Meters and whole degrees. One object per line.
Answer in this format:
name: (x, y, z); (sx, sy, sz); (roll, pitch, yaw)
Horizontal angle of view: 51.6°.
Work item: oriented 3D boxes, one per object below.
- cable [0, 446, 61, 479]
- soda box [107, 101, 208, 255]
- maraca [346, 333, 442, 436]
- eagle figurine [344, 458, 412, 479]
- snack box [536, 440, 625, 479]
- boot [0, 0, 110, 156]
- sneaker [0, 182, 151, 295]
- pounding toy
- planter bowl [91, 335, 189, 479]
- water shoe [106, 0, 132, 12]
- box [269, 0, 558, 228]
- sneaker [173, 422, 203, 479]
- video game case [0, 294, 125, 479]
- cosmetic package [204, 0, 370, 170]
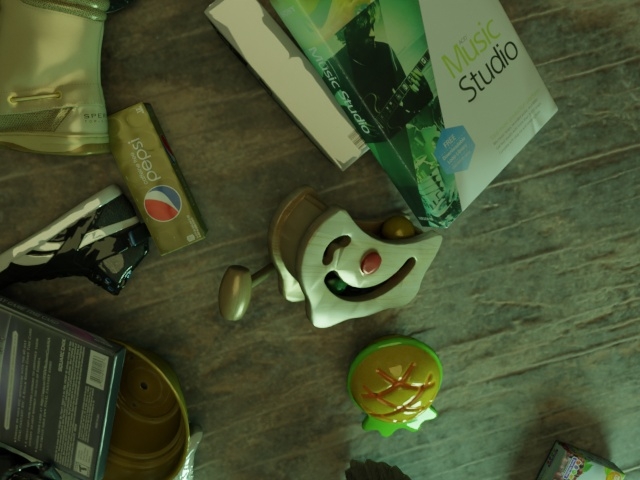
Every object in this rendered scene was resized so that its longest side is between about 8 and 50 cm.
cable: (-0.383, 0.323, 0.862); (0.184, 0.047, 0.150); (-13, 128, 32)
soda box: (-0.206, -0.077, 0.826); (0.061, 0.058, 0.181); (-23, 101, 0)
maraca: (0.100, 0.198, 0.883); (0.127, 0.099, 0.185); (-8, 126, 2)
eagle figurine: (0.084, 0.486, 0.887); (0.225, 0.226, 0.298); (-24, 107, 21)
snack box: (0.361, 0.375, 0.961); (0.100, 0.037, 0.141); (23, 98, -9)
boot: (-0.360, -0.208, 0.752); (0.262, 0.095, 0.203); (9, 103, 13)
sneaker: (-0.312, 0.035, 0.826); (0.217, 0.079, 0.121); (-33, 100, 1)
pounding toy: (0.000, 0.000, 0.808); (0.270, 0.155, 0.154); (-10, 121, -33)
planter bowl: (-0.244, 0.203, 0.842); (0.217, 0.090, 0.217); (5, 107, 16)
water shoe: (-0.225, -0.363, 0.778); (0.203, 0.073, 0.080); (-50, 62, 14)
box: (0.122, -0.208, 0.763); (0.232, 0.058, 0.322); (-45, 111, -18)
sneaker: (-0.195, 0.314, 0.904); (0.061, 0.053, 0.152); (29, 103, -18)
video game case: (-0.375, 0.166, 0.810); (0.274, 0.026, 0.196); (20, 112, 12)
cosmetic package: (-0.036, -0.192, 0.800); (0.060, 0.099, 0.239); (-41, 100, 6)
